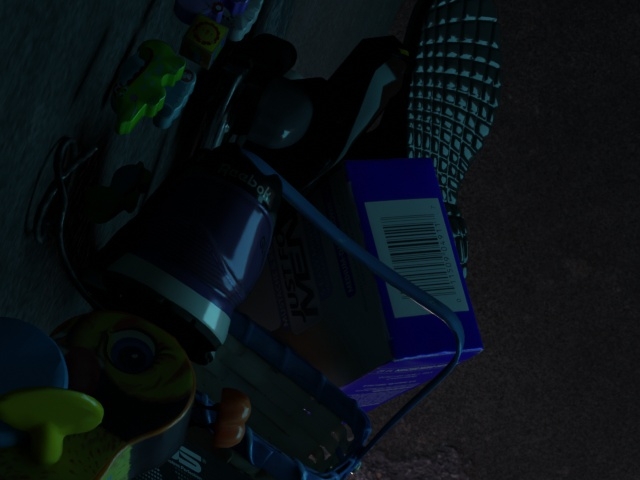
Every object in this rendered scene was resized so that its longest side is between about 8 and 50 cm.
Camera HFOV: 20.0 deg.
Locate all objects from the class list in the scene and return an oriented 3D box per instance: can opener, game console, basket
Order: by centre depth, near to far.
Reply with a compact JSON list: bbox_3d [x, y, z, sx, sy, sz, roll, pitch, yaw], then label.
[{"bbox_3d":[-0.063,0.100,1.455,0.289,0.255,0.201,-50,179,22],"label":"basket"},{"bbox_3d":[-0.046,-0.119,1.579,0.283,0.095,0.076,-59,171,-74],"label":"can opener"},{"bbox_3d":[-0.029,-0.092,1.663,0.213,0.044,0.361,-50,-168,-5],"label":"game console"}]

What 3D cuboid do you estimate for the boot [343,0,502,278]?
[{"bbox_3d":[0.046,-0.088,1.747,0.223,0.118,0.338,14,-87,51],"label":"boot"}]

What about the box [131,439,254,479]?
[{"bbox_3d":[-0.075,0.255,1.281,0.060,0.270,0.216,-39,-148,26],"label":"box"}]

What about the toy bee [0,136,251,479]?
[{"bbox_3d":[-0.127,0.094,0.958,0.195,0.162,0.298,88,24,-79],"label":"toy bee"}]

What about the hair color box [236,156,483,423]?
[{"bbox_3d":[-0.007,0.070,1.669,0.339,0.110,0.185,-36,-116,53],"label":"hair color box"}]

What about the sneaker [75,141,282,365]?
[{"bbox_3d":[-0.079,0.005,1.193,0.124,0.107,0.283,-58,-170,-10],"label":"sneaker"}]

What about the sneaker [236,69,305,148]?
[{"bbox_3d":[0.000,0.000,1.932,0.130,0.236,0.323,103,10,-75],"label":"sneaker"}]

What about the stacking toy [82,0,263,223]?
[{"bbox_3d":[-0.088,-0.127,1.140,0.221,0.052,0.167,-61,179,-25],"label":"stacking toy"}]
